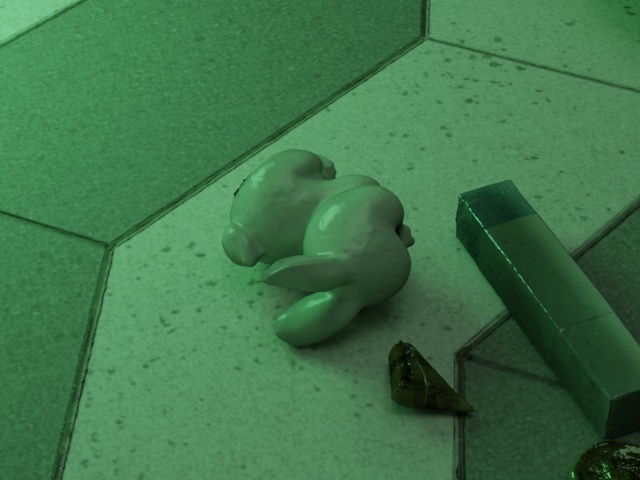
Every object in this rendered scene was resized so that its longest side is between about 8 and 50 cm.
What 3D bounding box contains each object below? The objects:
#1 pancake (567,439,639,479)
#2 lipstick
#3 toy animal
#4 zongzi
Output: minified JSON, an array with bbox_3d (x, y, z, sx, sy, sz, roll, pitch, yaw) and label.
[{"bbox_3d":[0.282,0.225,1.513,0.108,0.017,0.108,3,40,-2],"label":"pancake"},{"bbox_3d":[0.237,0.064,1.651,0.068,0.066,0.317,-16,45,-17],"label":"lipstick"},{"bbox_3d":[-0.008,0.001,1.672,0.178,0.127,0.193,-23,49,-21],"label":"toy animal"},{"bbox_3d":[0.109,0.135,1.598,0.083,0.040,0.076,9,36,-8],"label":"zongzi"}]
